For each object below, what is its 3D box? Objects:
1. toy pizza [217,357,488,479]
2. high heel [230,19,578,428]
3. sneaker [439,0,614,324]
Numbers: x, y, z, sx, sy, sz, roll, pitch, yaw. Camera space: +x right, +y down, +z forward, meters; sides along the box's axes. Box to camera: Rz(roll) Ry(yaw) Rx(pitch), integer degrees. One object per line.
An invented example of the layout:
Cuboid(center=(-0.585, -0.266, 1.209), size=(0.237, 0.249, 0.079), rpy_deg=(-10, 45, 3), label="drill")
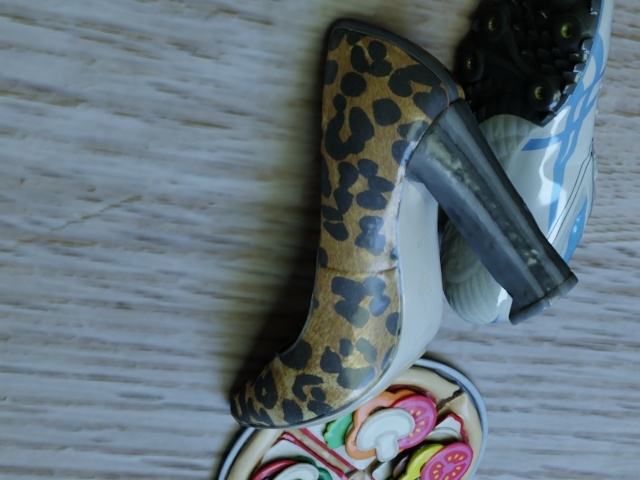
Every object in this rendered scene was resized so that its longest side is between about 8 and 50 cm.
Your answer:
Cuboid(center=(0.027, 0.163, 0.914), size=(0.201, 0.032, 0.201), rpy_deg=(-12, 129, -15), label="toy pizza")
Cuboid(center=(0.000, 0.000, 0.775), size=(0.261, 0.093, 0.186), rpy_deg=(-32, 93, 36), label="high heel")
Cuboid(center=(0.125, -0.056, 0.765), size=(0.086, 0.085, 0.237), rpy_deg=(-17, 133, -32), label="sneaker")
